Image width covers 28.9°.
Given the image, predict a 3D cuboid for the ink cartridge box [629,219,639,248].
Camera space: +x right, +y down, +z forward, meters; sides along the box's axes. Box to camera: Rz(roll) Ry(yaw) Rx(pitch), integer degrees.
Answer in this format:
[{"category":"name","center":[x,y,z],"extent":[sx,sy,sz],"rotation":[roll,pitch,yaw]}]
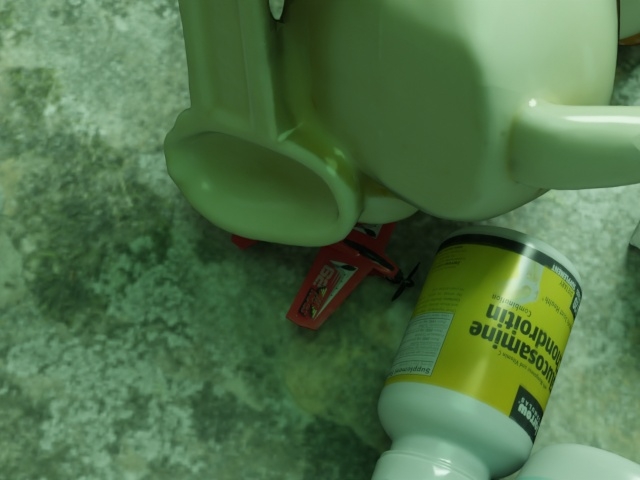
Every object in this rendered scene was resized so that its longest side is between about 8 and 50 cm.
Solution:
[{"category":"ink cartridge box","center":[0.326,-0.099,0.867],"extent":[0.100,0.172,0.237],"rotation":[29,67,12]}]

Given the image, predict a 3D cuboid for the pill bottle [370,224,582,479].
[{"category":"pill bottle","center":[0.098,0.090,0.808],"extent":[0.103,0.103,0.184],"rotation":[20,65,9]}]

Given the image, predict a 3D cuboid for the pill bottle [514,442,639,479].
[{"category":"pill bottle","center":[0.121,0.258,0.702],"extent":[0.146,0.146,0.264],"rotation":[31,67,14]}]

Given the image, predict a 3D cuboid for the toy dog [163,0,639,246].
[{"category":"toy dog","center":[0.124,-0.203,0.838],"extent":[0.395,0.284,0.408],"rotation":[13,39,37]}]

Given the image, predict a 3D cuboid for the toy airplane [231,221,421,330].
[{"category":"toy airplane","center":[0.000,0.000,0.892],"extent":[0.151,0.028,0.151],"rotation":[2,58,-3]}]
